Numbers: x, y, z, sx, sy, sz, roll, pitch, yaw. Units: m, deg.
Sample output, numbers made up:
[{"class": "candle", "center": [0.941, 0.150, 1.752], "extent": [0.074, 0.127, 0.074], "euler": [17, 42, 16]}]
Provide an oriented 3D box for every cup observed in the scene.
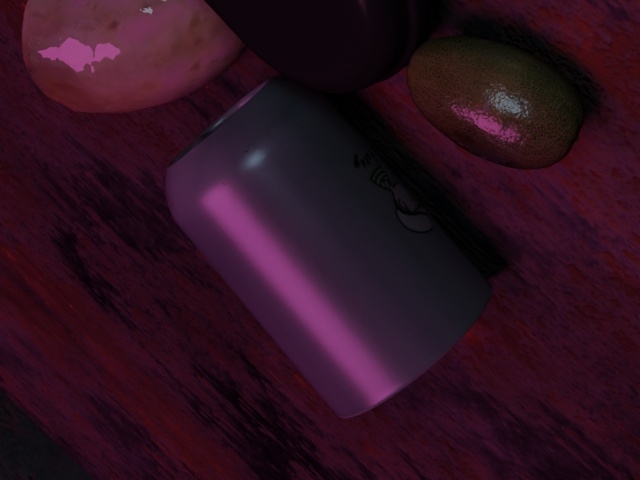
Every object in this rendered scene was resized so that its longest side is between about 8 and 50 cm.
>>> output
[{"class": "cup", "center": [0.000, 0.000, 1.638], "extent": [0.312, 0.205, 0.205], "euler": [49, 153, -9]}]

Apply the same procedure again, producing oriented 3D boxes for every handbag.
[{"class": "handbag", "center": [-0.030, -0.262, 1.428], "extent": [0.308, 0.093, 0.254], "euler": [46, 154, -5]}]

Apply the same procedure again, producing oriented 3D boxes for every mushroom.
[{"class": "mushroom", "center": [-0.186, -0.210, 1.632], "extent": [0.162, 0.173, 0.236], "euler": [17, 143, 38]}]

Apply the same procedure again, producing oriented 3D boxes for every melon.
[{"class": "melon", "center": [0.145, -0.119, 1.383], "extent": [0.162, 0.099, 0.099], "euler": [27, 149, 17]}]
